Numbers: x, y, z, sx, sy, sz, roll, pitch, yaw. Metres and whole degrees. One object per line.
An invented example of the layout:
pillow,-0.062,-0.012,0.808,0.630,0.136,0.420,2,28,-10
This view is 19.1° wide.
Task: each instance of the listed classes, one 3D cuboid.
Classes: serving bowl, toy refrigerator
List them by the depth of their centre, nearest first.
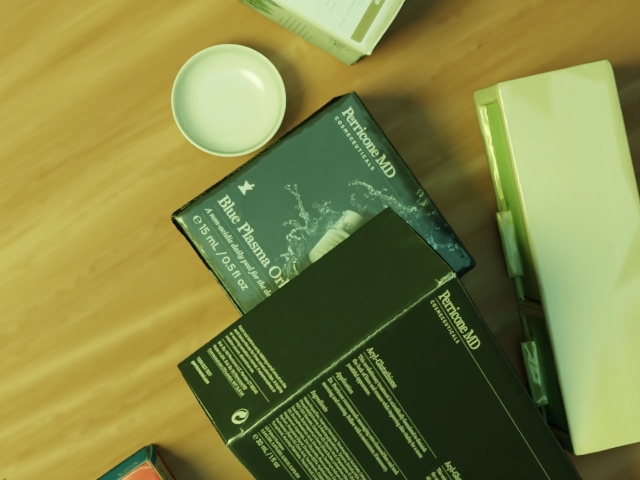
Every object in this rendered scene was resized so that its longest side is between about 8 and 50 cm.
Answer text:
toy refrigerator,0.183,0.012,1.382,0.094,0.102,0.269,-13,93,-5
serving bowl,-0.066,-0.100,1.390,0.083,0.027,0.083,0,84,0

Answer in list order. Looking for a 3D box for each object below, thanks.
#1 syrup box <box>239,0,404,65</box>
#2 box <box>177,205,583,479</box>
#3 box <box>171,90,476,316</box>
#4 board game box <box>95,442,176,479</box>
syrup box,-0.048,-0.225,1.359,0.237,0.093,0.096,29,88,-5
box,0.050,0.134,1.309,0.184,0.103,0.261,-35,129,-2
box,0.000,0.000,1.369,0.158,0.093,0.156,-36,94,-5
board game box,-0.163,0.358,1.362,0.308,0.086,0.302,-35,94,-4
